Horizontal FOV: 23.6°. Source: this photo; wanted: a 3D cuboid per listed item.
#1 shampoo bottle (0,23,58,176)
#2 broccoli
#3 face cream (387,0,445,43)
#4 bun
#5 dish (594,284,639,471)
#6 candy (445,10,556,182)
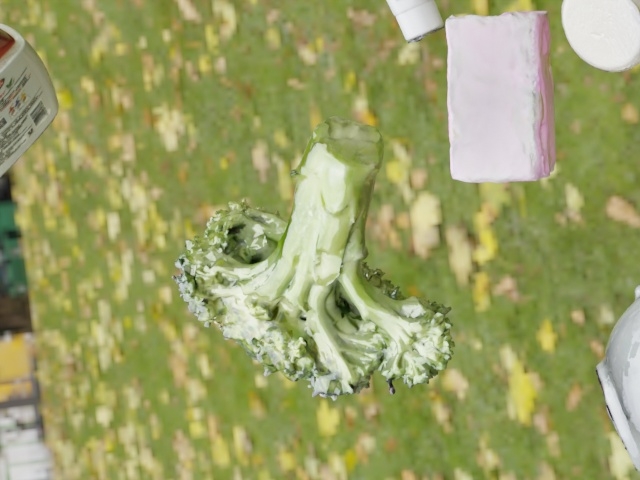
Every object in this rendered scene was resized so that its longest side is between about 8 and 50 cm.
[{"bbox_3d":[-0.391,-0.184,1.770,0.071,0.153,0.284,35,163,18],"label":"shampoo bottle"},{"bbox_3d":[-0.034,0.010,2.033,0.275,0.353,0.397,-92,-19,-46],"label":"broccoli"},{"bbox_3d":[0.098,-0.388,2.070,0.058,0.092,0.244,-87,-27,-82],"label":"face cream"},{"bbox_3d":[0.391,-0.298,2.015,0.138,0.094,0.138,28,139,28],"label":"bun"},{"bbox_3d":[0.299,0.145,1.377,0.246,0.078,0.224,44,-154,-64],"label":"dish"},{"bbox_3d":[0.283,-0.224,2.383,0.116,0.155,0.265,-10,-80,-65],"label":"candy"}]
